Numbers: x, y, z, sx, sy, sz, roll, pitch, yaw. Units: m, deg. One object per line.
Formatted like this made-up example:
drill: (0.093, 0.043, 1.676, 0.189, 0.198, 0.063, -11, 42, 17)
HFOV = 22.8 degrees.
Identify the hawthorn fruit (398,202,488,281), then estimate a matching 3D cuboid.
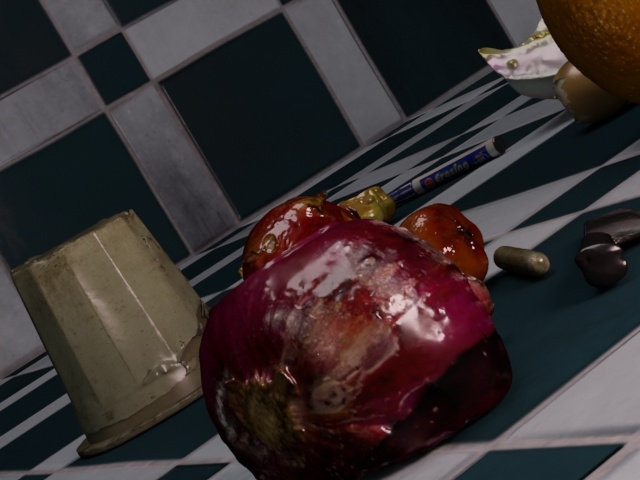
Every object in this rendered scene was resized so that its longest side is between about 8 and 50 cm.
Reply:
hawthorn fruit: (0.085, 0.021, 1.263, 0.093, 0.081, 0.081, -44, -2, 29)

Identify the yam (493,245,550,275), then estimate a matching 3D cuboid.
yam: (0.153, 0.016, 1.209, 0.021, 0.021, 0.116, -31, 6, -6)

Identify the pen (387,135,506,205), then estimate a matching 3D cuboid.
pen: (0.157, -0.085, 2.085, 0.204, 0.025, 0.025, -28, 6, 36)

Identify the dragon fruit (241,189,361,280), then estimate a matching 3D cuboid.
dragon fruit: (-0.031, 0.043, 1.582, 0.125, 0.125, 0.246, -9, 35, 39)

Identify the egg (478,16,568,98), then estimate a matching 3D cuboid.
egg: (0.351, -0.273, 2.052, 0.206, 0.162, 0.271, 10, 66, 31)

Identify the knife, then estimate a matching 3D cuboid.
knife: (0.209, -0.004, 1.112, 0.060, 0.028, 0.230, -17, 5, 11)

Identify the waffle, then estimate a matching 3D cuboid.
waffle: (0.000, 0.000, 2.008, 0.211, 0.055, 0.160, -30, 5, 3)

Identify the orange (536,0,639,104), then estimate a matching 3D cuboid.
orange: (0.321, -0.247, 1.420, 0.274, 0.274, 0.274, -31, 5, 3)

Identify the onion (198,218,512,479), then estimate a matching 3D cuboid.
onion: (0.034, 0.056, 0.979, 0.218, 0.140, 0.195, -31, -3, -43)

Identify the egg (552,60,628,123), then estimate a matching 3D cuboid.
egg: (0.310, -0.175, 1.778, 0.096, 0.080, 0.080, -34, 5, 7)

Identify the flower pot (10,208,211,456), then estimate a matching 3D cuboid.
flower pot: (-0.198, 0.081, 1.620, 0.212, 0.202, 0.212, -27, 5, 3)
